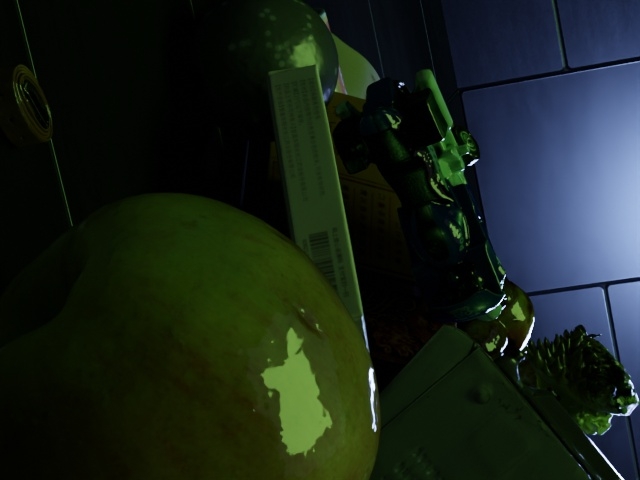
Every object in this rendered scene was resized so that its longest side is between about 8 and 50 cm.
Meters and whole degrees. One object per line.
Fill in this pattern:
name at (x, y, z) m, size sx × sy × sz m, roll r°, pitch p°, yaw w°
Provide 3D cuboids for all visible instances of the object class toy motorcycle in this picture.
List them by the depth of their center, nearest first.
toy motorcycle at (0.135, -0.033, 1.891) m, size 0.331 × 0.125 × 0.196 m, roll 61°, pitch 21°, yaw -21°

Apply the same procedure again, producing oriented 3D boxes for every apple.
apple at (-0.129, 0.135, 1.293) m, size 0.305 × 0.338 × 0.338 m, roll 57°, pitch 25°, yaw -25°

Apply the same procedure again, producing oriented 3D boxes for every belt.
belt at (-0.267, -0.122, 1.457) m, size 0.083 × 0.036 × 0.059 m, roll 66°, pitch 21°, yaw -47°

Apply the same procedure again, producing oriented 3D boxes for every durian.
durian at (0.320, 0.170, 2.012) m, size 0.375 × 0.106 × 0.132 m, roll -84°, pitch 151°, yaw -80°

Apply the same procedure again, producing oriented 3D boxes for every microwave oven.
microwave oven at (0.203, 0.288, 1.778) m, size 0.333 × 0.247 × 0.394 m, roll 49°, pitch 3°, yaw 20°

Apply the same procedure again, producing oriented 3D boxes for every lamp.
lamp at (-0.085, -0.250, 2.000) m, size 0.314 × 0.182 × 0.182 m, roll -112°, pitch 179°, yaw -49°

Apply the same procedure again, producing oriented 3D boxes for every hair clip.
hair clip at (0.043, -0.195, 2.467) m, size 0.172 × 0.113 × 0.282 m, roll -71°, pitch 148°, yaw -60°

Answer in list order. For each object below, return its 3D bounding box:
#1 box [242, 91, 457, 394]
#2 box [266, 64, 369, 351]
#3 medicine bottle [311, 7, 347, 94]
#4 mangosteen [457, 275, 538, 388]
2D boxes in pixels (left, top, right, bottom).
box at (0.032, 0.005, 2.026) m, size 0.116 × 0.264 × 0.415 m, roll 121°, pitch -22°, yaw -48°
box at (0.000, 0.000, 1.802) m, size 0.200 × 0.065 × 0.343 m, roll 80°, pitch 0°, yaw -55°
medicine bottle at (0.016, -0.118, 2.345) m, size 0.108 × 0.108 × 0.426 m, roll -65°, pitch 143°, yaw -63°
mangosteen at (0.137, 0.139, 2.229) m, size 0.330 × 0.330 × 0.330 m, roll -9°, pitch 90°, yaw -75°
